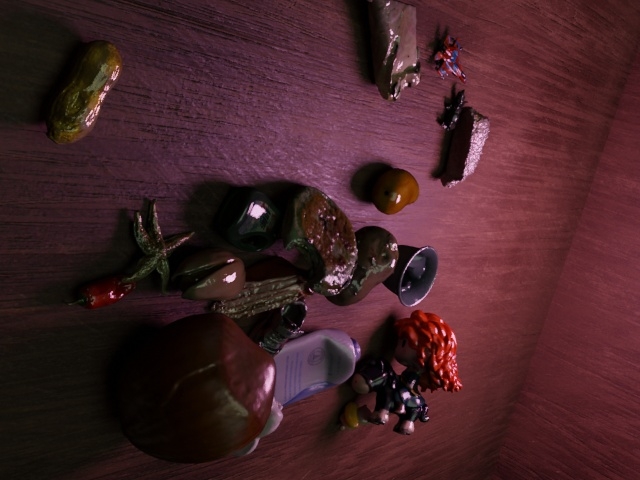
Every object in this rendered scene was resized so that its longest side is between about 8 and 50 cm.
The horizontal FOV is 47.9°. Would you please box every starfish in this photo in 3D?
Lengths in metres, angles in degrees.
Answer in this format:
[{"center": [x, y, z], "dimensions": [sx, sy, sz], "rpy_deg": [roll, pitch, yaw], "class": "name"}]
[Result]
[{"center": [-0.348, 0.021, 1.555], "dimensions": [0.217, 0.050, 0.223], "rpy_deg": [-44, 137, -50], "class": "starfish"}]

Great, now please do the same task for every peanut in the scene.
[{"center": [-0.423, -0.263, 1.287], "dimensions": [0.087, 0.087, 0.206], "rpy_deg": [35, 80, -52], "class": "peanut"}]

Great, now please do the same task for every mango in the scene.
[{"center": [0.225, -0.145, 2.122], "dimensions": [0.227, 0.099, 0.136], "rpy_deg": [-11, 113, -56], "class": "mango"}]

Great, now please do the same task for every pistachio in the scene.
[{"center": [-0.249, 0.082, 1.638], "dimensions": [0.226, 0.136, 0.135], "rpy_deg": [-9, 117, -65], "class": "pistachio"}]

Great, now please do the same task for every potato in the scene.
[{"center": [0.107, 0.072, 2.042], "dimensions": [0.262, 0.165, 0.165], "rpy_deg": [-41, 138, -11], "class": "potato"}]

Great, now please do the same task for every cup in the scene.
[{"center": [0.247, 0.087, 2.225], "dimensions": [0.199, 0.150, 0.199], "rpy_deg": [-26, 128, -40], "class": "cup"}]

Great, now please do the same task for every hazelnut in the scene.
[{"center": [-0.277, 0.344, 1.631], "dimensions": [0.372, 0.315, 0.372], "rpy_deg": [-7, 113, -16], "class": "hazelnut"}]

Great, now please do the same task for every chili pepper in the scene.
[{"center": [-0.446, 0.108, 1.488], "dimensions": [0.191, 0.050, 0.059], "rpy_deg": [-22, 109, -52], "class": "chili pepper"}]

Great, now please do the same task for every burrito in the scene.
[{"center": [0.190, -0.524, 1.871], "dimensions": [0.175, 0.107, 0.347], "rpy_deg": [-60, 147, -34], "class": "burrito"}]

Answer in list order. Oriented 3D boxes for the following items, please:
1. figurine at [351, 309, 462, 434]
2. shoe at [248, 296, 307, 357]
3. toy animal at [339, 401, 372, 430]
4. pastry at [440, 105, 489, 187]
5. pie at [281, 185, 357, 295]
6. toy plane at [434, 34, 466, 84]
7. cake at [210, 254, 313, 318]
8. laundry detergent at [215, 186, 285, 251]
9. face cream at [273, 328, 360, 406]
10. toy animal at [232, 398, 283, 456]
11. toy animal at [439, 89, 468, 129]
[{"center": [0.291, 0.441, 2.389], "dimensions": [0.412, 0.306, 0.241], "rpy_deg": [-40, 163, -13], "class": "figurine"}, {"center": [-0.097, 0.233, 1.896], "dimensions": [0.099, 0.125, 0.227], "rpy_deg": [37, 74, -29], "class": "shoe"}, {"center": [0.112, 0.590, 2.406], "dimensions": [0.114, 0.091, 0.082], "rpy_deg": [-8, 144, -35], "class": "toy animal"}, {"center": [0.467, -0.294, 2.323], "dimensions": [0.112, 0.103, 0.265], "rpy_deg": [9, 109, -34], "class": "pastry"}, {"center": [0.002, -0.004, 1.834], "dimensions": [0.302, 0.067, 0.302], "rpy_deg": [39, 39, -40], "class": "pie"}, {"center": [0.393, -0.523, 2.149], "dimensions": [0.130, 0.061, 0.189], "rpy_deg": [-60, 147, -8], "class": "toy plane"}, {"center": [-0.151, 0.115, 1.829], "dimensions": [0.287, 0.135, 0.098], "rpy_deg": [-14, 127, -23], "class": "cake"}, {"center": [-0.151, -0.036, 1.746], "dimensions": [0.222, 0.078, 0.144], "rpy_deg": [35, 81, -54], "class": "laundry detergent"}, {"center": [-0.065, 0.364, 2.059], "dimensions": [0.420, 0.137, 0.234], "rpy_deg": [-13, 121, -33], "class": "face cream"}, {"center": [-0.200, 0.449, 1.891], "dimensions": [0.179, 0.127, 0.193], "rpy_deg": [-31, 127, -3], "class": "toy animal"}, {"center": [0.420, -0.410, 2.254], "dimensions": [0.065, 0.047, 0.135], "rpy_deg": [18, 93, -58], "class": "toy animal"}]
